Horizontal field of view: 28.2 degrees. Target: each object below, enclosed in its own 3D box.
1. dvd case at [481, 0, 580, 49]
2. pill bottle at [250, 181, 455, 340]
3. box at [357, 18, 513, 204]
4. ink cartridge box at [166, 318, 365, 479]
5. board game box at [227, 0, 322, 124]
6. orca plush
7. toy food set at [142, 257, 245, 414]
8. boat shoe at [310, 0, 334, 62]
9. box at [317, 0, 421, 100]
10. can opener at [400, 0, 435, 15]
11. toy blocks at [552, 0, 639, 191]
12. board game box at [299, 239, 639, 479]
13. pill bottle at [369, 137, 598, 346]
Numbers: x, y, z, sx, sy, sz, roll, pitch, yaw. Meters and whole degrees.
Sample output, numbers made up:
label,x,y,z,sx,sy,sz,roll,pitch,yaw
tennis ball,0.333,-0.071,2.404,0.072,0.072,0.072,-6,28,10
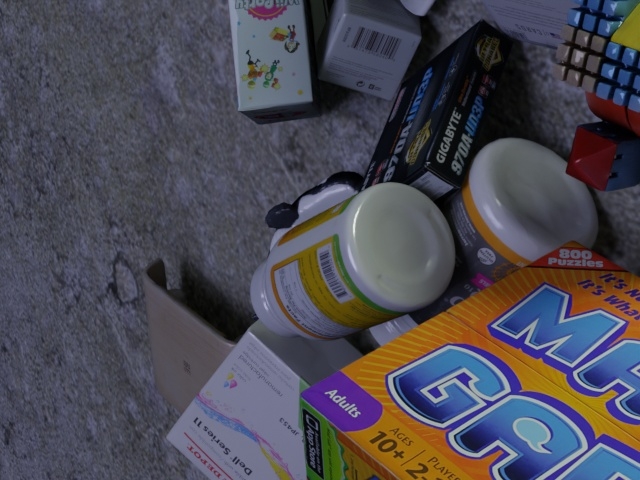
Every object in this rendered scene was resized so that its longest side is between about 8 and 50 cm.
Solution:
label,x,y,z,sx,sy,sz,roll,pitch,yaw
dvd case,0.207,-0.272,1.296,0.179,0.238,0.029,27,79,46
pill bottle,0.024,0.034,1.392,0.245,0.136,0.136,-26,77,55
box,0.123,-0.122,1.437,0.175,0.051,0.220,-35,28,56
ink cartridge box,-0.073,0.260,1.771,0.207,0.119,0.353,42,132,6
board game box,-0.063,-0.309,1.609,0.224,0.097,0.303,-12,-85,-87
orca plush,0.000,0.000,1.740,0.151,0.102,0.287,14,130,2
toy food set,-0.169,0.182,1.982,0.306,0.092,0.220,33,134,45
boat shoe,0.023,-0.326,1.622,0.070,0.078,0.219,-4,103,12
box,0.057,-0.243,1.547,0.087,0.101,0.102,-91,21,-49
can opener,0.151,-0.366,1.439,0.280,0.093,0.074,-51,58,39
toy blocks,0.320,-0.182,1.121,0.191,0.261,0.381,32,123,43
board game box,0.236,0.284,1.192,0.356,0.356,0.356,35,140,42
pill bottle,0.171,0.023,1.439,0.278,0.162,0.162,-50,60,45
